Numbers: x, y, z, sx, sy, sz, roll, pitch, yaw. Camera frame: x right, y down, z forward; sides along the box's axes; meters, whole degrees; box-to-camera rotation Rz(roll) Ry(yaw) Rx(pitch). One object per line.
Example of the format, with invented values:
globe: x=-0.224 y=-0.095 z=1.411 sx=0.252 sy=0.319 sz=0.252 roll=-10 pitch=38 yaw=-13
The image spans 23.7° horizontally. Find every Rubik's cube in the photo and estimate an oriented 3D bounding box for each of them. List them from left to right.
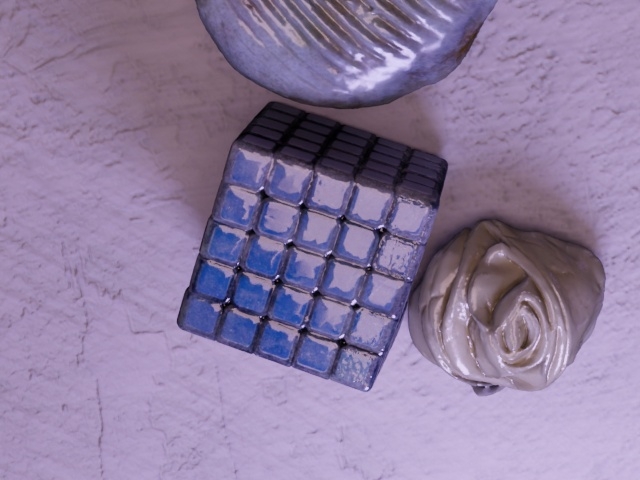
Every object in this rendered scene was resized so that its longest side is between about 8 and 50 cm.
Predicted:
Rubik's cube: x=0.000 y=0.000 z=1.726 sx=0.237 sy=0.238 sz=0.237 roll=20 pitch=108 yaw=3

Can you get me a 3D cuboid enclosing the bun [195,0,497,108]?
bun: x=0.036 y=-0.318 z=1.635 sx=0.361 sy=0.211 sz=0.362 roll=2 pitch=108 yaw=7

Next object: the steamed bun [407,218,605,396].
steamed bun: x=0.217 y=0.094 z=1.795 sx=0.218 sy=0.144 sz=0.211 roll=22 pitch=110 yaw=-2
